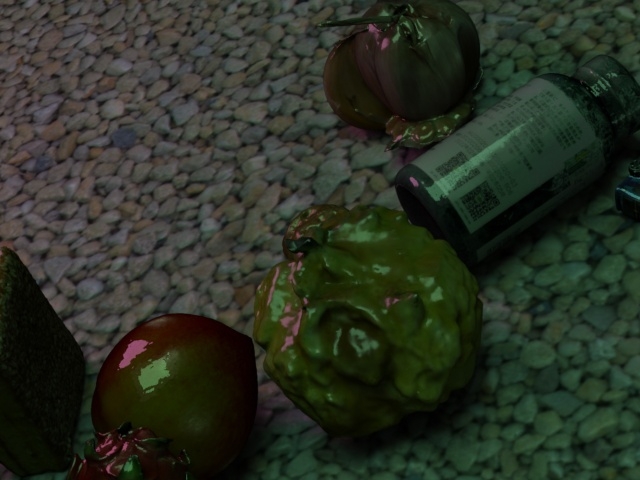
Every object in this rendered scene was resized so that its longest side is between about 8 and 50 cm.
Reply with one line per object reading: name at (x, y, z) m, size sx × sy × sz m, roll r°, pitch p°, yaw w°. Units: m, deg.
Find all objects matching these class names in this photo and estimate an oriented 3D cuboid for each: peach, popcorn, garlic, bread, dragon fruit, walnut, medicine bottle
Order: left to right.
bread at (-0.363, 0.139, 1.796) m, size 0.110 × 0.234 × 0.184 m, roll -11°, pitch 47°, yaw 10°
dragon fruit at (-0.196, 0.298, 1.587) m, size 0.137 × 0.236 × 0.135 m, roll 7°, pitch 20°, yaw -5°
peach at (-0.154, 0.169, 1.710) m, size 0.197 × 0.197 × 0.197 m, roll -12°, pitch 46°, yaw 13°
walnut at (0.000, 0.000, 1.877) m, size 0.096 × 0.082 × 0.079 m, roll -37°, pitch 14°, yaw -19°
popcorn at (0.051, 0.082, 1.675) m, size 0.249 × 0.225 × 0.249 m, roll -11°, pitch 37°, yaw 8°
garlic at (0.096, -0.203, 1.943) m, size 0.207 × 0.256 × 0.207 m, roll 2°, pitch 94°, yaw 25°
medicine bottle at (0.239, -0.098, 1.815) m, size 0.293 × 0.141 × 0.141 m, roll -35°, pitch 45°, yaw -9°

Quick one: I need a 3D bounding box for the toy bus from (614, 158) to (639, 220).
toy bus at (0.404, -0.085, 1.797) m, size 0.061 × 0.051 × 0.153 m, roll 33°, pitch 67°, yaw 35°
